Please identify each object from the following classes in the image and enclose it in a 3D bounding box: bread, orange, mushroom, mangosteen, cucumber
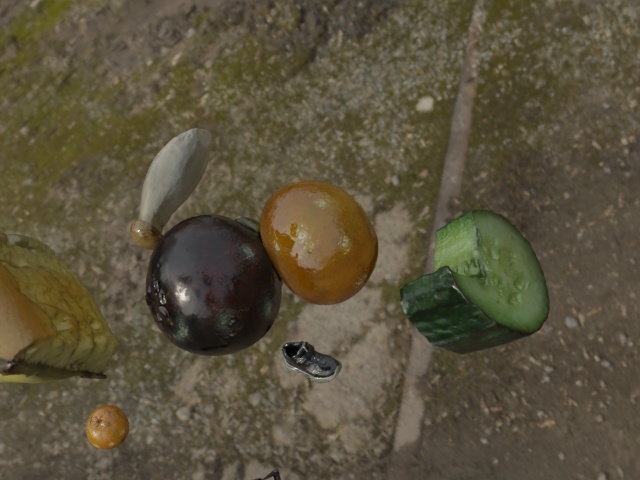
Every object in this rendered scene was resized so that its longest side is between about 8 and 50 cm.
[{"bbox_3d":[-0.347,0.065,0.810,0.262,0.204,0.162,2,83,17],"label":"bread"},{"bbox_3d":[0.000,0.000,0.985,0.124,0.156,0.156,-28,42,-8],"label":"orange"},{"bbox_3d":[-0.395,0.346,1.534,0.083,0.070,0.083,-7,68,17],"label":"orange"},{"bbox_3d":[-0.371,-0.138,2.059,0.128,0.128,0.350,5,64,39],"label":"mushroom"},{"bbox_3d":[-0.210,0.091,1.745,0.330,0.330,0.330,-20,47,22],"label":"mangosteen"},{"bbox_3d":[0.223,0.062,1.159,0.130,0.191,0.191,-23,42,48],"label":"cucumber"}]

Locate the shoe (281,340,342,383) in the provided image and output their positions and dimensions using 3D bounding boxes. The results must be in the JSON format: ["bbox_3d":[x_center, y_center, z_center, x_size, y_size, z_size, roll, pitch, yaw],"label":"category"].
[{"bbox_3d":[-0.032,0.285,2.025,0.169,0.099,0.071,11,54,33],"label":"shoe"}]

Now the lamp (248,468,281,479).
[{"bbox_3d":[-0.212,0.626,1.949,0.228,0.147,0.172,-14,6,11],"label":"lamp"}]
